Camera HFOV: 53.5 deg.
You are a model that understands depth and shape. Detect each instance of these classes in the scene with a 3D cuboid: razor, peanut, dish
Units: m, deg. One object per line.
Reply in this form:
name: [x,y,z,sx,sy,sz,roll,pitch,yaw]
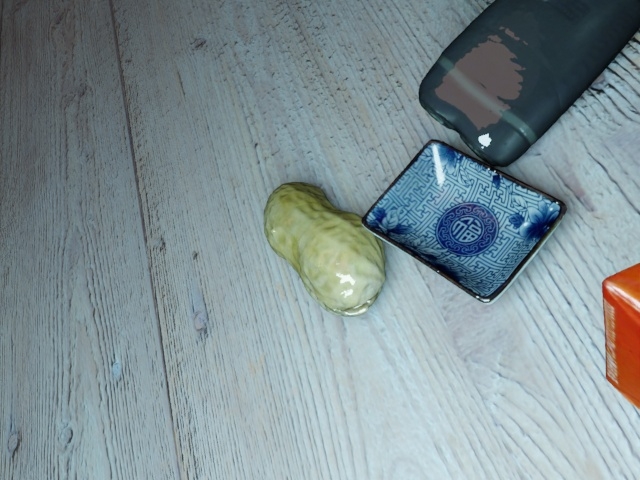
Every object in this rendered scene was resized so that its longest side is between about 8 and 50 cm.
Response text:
razor: [0.321,-0.286,0.976,0.204,0.113,0.349,43,91,18]
peanut: [0.000,0.000,1.028,0.149,0.149,0.313,-48,44,0]
dish: [0.207,-0.021,0.927,0.243,0.080,0.182,35,80,34]

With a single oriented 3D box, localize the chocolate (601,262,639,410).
chocolate: [0.400,0.138,0.619,0.108,0.237,0.235,-39,47,-6]
